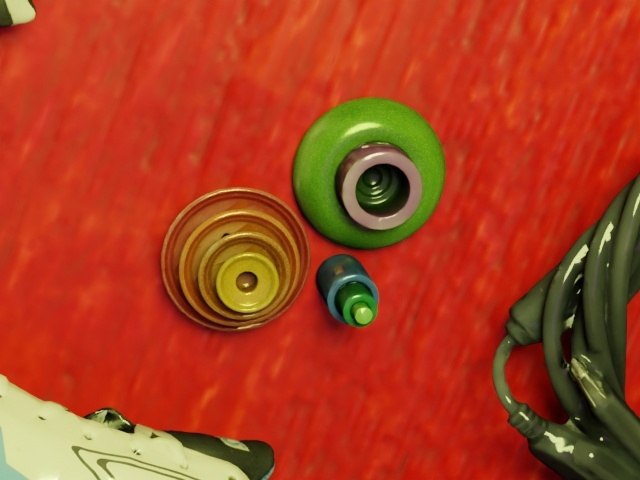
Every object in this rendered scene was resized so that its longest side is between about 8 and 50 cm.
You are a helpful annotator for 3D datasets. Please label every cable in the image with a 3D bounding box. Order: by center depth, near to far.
[{"bbox_3d":[0.154,0.042,0.676,0.184,0.047,0.150,35,89,-22],"label":"cable"}]

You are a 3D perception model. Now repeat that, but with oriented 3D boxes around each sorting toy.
[{"bbox_3d":[0.000,0.000,0.630,0.102,0.042,0.061,-32,109,-1],"label":"sorting toy"}]

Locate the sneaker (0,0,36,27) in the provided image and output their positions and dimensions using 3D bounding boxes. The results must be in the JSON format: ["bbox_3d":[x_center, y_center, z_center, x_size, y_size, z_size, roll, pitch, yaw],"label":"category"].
[{"bbox_3d":[-0.093,-0.114,0.586,0.044,0.040,0.109,11,109,-29],"label":"sneaker"}]

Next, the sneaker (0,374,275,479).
[{"bbox_3d":[-0.072,0.082,0.629,0.237,0.085,0.086,34,71,-14],"label":"sneaker"}]
